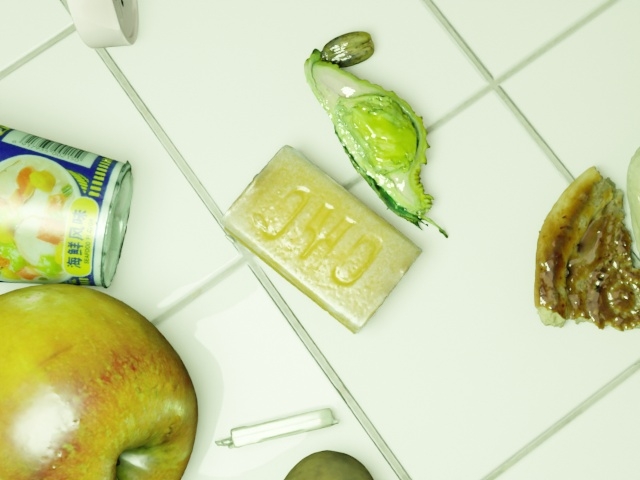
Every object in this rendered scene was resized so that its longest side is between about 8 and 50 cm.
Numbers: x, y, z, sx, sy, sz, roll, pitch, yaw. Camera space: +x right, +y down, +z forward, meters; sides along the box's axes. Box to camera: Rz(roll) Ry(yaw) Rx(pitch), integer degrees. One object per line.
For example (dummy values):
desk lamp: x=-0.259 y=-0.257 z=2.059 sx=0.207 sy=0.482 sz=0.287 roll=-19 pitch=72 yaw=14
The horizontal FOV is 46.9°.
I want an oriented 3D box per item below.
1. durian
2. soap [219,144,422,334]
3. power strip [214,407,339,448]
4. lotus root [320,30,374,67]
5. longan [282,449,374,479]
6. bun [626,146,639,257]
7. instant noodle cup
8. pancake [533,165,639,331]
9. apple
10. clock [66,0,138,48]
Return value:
durian: x=0.098 y=-0.161 z=1.165 sx=0.107 sy=0.132 sz=0.375 roll=-38 pitch=84 yaw=38
soap: x=0.000 y=0.000 z=1.150 sx=0.274 sy=0.089 sz=0.173 roll=38 pitch=82 yaw=5
power strip: x=-0.067 y=0.287 z=1.122 sx=0.191 sy=0.047 sz=0.030 roll=-12 pitch=76 yaw=-2
lotus root: x=0.041 y=-0.313 z=1.220 sx=0.099 sy=0.049 sz=0.054 roll=-16 pitch=101 yaw=1
longan: x=0.011 y=0.395 z=1.048 sx=0.168 sy=0.167 sz=0.187 roll=10 pitch=80 yaw=2
bun: x=0.627 y=-0.040 z=1.066 sx=0.352 sy=0.227 sz=0.349 roll=-43 pitch=87 yaw=-12
instant noodle cup: x=-0.450 y=-0.050 z=1.086 sx=0.313 sy=0.284 sz=0.284 roll=10 pitch=81 yaw=-7
pancake: x=0.449 y=0.041 z=1.153 sx=0.244 sy=0.057 sz=0.266 roll=36 pitch=81 yaw=5
apple: x=-0.364 y=0.251 z=1.014 sx=0.375 sy=0.374 sz=0.383 roll=5 pitch=120 yaw=1
clock: x=-0.345 y=-0.406 z=1.165 sx=0.068 sy=0.197 sz=0.196 roll=-6 pitch=81 yaw=1
